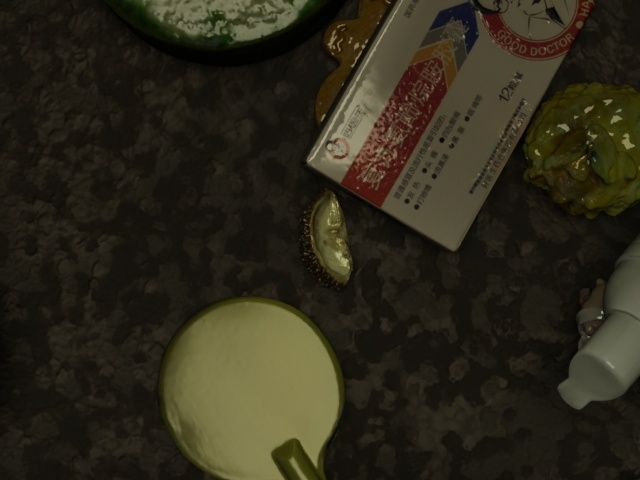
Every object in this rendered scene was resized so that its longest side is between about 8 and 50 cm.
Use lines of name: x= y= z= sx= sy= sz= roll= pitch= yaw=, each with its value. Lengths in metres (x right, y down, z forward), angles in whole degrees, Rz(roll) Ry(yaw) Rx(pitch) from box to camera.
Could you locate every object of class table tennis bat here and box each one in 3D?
table tennis bat: x=-0.048 y=0.238 z=1.838 sx=0.224 sy=0.054 sz=0.369 roll=-33 pitch=81 yaw=0

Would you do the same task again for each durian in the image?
durian: x=0.003 y=-0.002 z=1.856 sx=0.066 sy=0.052 sz=0.130 roll=-10 pitch=84 yaw=-2

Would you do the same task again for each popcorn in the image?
popcorn: x=0.332 y=-0.107 z=1.823 sx=0.173 sy=0.142 sz=0.174 roll=4 pitch=61 yaw=-7

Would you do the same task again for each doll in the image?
doll: x=0.340 y=0.086 z=1.836 sx=0.084 sy=0.073 sz=0.127 roll=32 pitch=80 yaw=37

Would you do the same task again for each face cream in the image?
face cream: x=0.413 y=0.049 z=1.744 sx=0.145 sy=0.145 sz=0.370 roll=42 pitch=69 yaw=5

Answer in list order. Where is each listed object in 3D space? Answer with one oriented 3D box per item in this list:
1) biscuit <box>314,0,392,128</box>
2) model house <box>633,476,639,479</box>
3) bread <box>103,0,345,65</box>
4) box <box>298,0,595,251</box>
biscuit: x=0.079 y=-0.200 z=1.881 sx=0.184 sy=0.035 sz=0.249 roll=23 pitch=86 yaw=4
model house: x=0.447 y=0.409 z=1.697 sx=0.237 sy=0.215 sz=0.303 roll=-24 pitch=88 yaw=-2
bread: x=-0.115 y=-0.402 z=1.858 sx=0.381 sy=0.129 sz=0.366 roll=7 pitch=85 yaw=2
box: x=0.153 y=-0.190 z=1.836 sx=0.214 sy=0.069 sz=0.353 roll=31 pitch=84 yaw=-9
